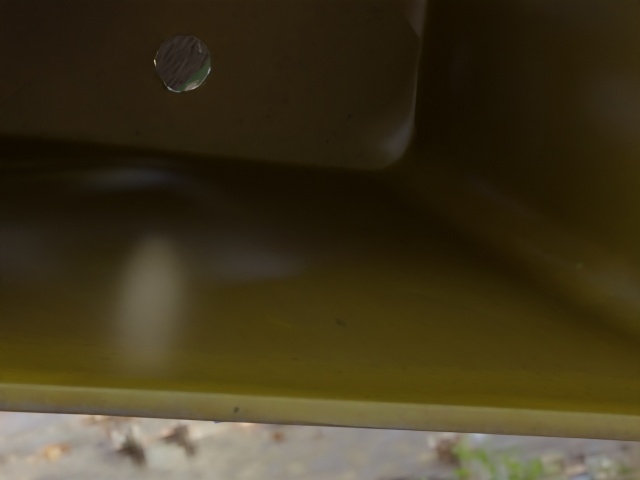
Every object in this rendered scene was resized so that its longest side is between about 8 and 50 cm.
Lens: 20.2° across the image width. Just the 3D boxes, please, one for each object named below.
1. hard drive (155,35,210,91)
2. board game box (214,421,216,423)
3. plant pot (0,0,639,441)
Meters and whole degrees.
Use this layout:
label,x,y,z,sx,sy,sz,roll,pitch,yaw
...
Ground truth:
label,x,y,z,sx,sy,sz,roll,pitch,yaw
hard drive,-0.092,-0.149,1.097,0.339,0.064,0.237,-58,-12,28
board game box,0.000,0.000,0.714,0.169,0.033,0.133,-15,49,45
plant pot,-0.004,-0.081,0.398,0.212,0.212,0.187,5,5,-20
